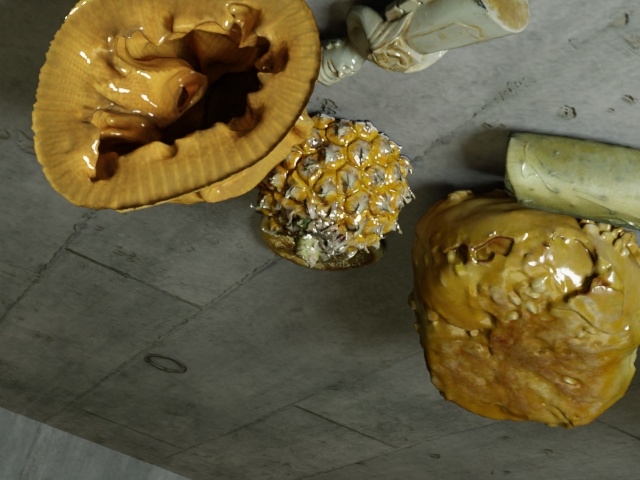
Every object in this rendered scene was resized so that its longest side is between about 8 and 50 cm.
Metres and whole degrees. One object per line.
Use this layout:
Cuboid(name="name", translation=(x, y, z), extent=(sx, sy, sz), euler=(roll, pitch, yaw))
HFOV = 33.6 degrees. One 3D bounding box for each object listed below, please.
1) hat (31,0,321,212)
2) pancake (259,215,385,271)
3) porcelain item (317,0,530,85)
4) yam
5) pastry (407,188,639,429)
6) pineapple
Cuboid(name="hat", translation=(-0.105, -0.095, 0.970), extent=(0.233, 0.244, 0.233), euler=(19, 167, 15))
Cuboid(name="pancake", translation=(0.000, 0.000, 1.263), extent=(0.158, 0.028, 0.158), euler=(13, 156, 6))
Cuboid(name="porcelain item", translation=(0.063, -0.170, 0.875), extent=(0.213, 0.054, 0.084), euler=(-12, 148, 44))
Cuboid(name="yam", translation=(0.349, -0.034, 0.959), extent=(0.371, 0.083, 0.083), euler=(11, 153, 9))
Cuboid(name="pastry", translation=(0.217, 0.063, 1.117), extent=(0.255, 0.162, 0.311), euler=(21, 145, 14))
Cuboid(name="pineapple", translation=(0.003, -0.032, 1.079), extent=(0.176, 0.137, 0.161), euler=(20, 153, -6))
